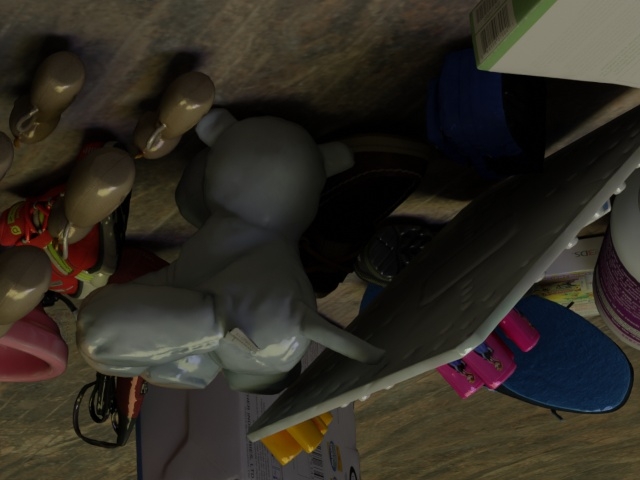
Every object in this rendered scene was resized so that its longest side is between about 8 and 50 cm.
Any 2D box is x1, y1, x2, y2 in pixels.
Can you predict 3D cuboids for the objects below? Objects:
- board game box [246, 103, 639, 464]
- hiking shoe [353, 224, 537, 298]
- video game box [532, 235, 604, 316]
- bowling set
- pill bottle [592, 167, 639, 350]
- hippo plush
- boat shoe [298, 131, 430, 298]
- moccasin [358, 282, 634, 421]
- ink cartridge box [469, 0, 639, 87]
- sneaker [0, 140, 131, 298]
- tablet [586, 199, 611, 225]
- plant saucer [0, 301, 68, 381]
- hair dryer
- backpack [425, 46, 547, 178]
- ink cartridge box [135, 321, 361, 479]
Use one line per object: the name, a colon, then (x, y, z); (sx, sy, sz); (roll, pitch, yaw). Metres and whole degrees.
board game box: (0.147, 0.033, 1.298); (0.390, 0.050, 0.390); (-43, -174, -32)
hiking shoe: (0.138, 0.026, 1.644); (0.226, 0.086, 0.114); (11, 167, -24)
video game box: (0.329, 0.047, 1.768); (0.205, 0.048, 0.187); (-8, 161, 8)
bowling set: (-0.241, -0.078, 1.186); (0.200, 0.287, 0.154); (45, 151, -4)
pill bottle: (0.380, 0.004, 1.500); (0.169, 0.169, 0.301); (-7, 159, 3)
hippo plush: (-0.095, 0.002, 1.290); (0.234, 0.237, 0.294); (8, 165, -17)
boat shoe: (0.000, 0.000, 1.454); (0.123, 0.123, 0.342); (9, 155, -33)
moccasin: (0.217, 0.115, 1.725); (0.342, 0.138, 0.117); (23, 172, 25)
ink cartridge box: (0.250, -0.170, 1.046); (0.235, 0.056, 0.171); (3, 158, -20)
sneaker: (-0.252, -0.012, 1.398); (0.118, 0.107, 0.279); (10, 153, -13)
tablet: (0.265, -0.059, 1.426); (0.006, 0.083, 0.054); (5, 156, -27)
plant saucer: (-0.431, 0.079, 1.534); (0.332, 0.084, 0.332); (6, 165, 2)
hair dryer: (-0.195, 0.111, 1.605); (0.293, 0.224, 0.080); (-12, -160, 37)
backpack: (0.140, -0.110, 1.244); (0.101, 0.098, 0.120); (-9, 160, 19)
ink cartridge box: (-0.069, 0.223, 1.808); (0.151, 0.270, 0.395); (-14, 157, 24)
